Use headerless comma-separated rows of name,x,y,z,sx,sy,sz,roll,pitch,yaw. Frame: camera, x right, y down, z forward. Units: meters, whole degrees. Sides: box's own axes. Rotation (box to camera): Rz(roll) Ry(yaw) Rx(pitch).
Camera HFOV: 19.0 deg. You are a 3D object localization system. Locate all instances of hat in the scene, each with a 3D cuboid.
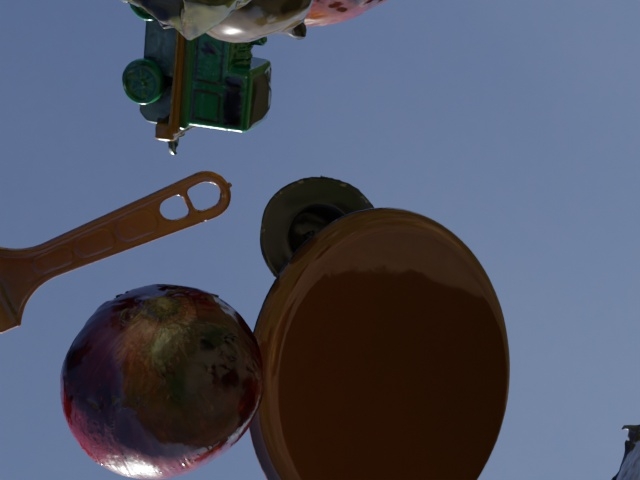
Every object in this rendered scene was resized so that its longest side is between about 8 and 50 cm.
hat,0.000,0.000,1.719,0.121,0.121,0.050,62,173,-7

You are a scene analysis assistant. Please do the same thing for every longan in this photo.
longan,-0.051,-0.182,1.334,0.113,0.113,0.092,50,-120,-24

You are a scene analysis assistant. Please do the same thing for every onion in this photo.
onion,-0.096,0.087,1.194,0.131,0.131,0.131,34,-135,-41

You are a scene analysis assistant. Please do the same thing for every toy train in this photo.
toy train,-0.110,-0.187,1.815,0.091,0.136,0.227,-41,-38,-67

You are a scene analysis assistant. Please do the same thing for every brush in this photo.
brush,-0.219,0.009,1.674,0.017,0.314,0.090,-73,-41,-71

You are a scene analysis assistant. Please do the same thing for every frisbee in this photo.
frisbee,0.049,0.101,1.395,0.251,0.021,0.250,-1,-89,-39

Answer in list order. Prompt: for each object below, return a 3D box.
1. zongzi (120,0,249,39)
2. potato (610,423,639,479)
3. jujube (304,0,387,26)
zongzi,-0.108,-0.175,0.632,0.251,0.125,0.274,41,180,-9
potato,0.313,0.224,1.364,0.290,0.397,0.296,53,-166,16
jujube,0.011,-0.273,1.648,0.255,0.190,0.190,-7,-104,-41
